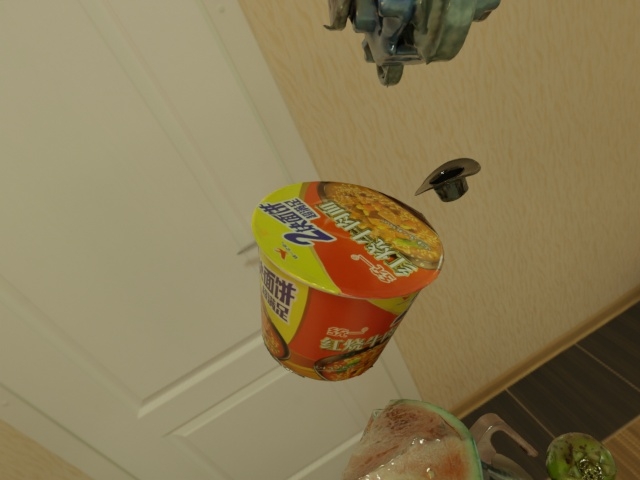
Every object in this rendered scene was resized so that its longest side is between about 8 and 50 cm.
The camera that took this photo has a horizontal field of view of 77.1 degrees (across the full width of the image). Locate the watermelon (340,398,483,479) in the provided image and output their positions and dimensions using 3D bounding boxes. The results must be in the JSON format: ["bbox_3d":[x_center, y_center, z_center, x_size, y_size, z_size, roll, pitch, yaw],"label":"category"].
[{"bbox_3d":[0.183,0.462,0.688,0.222,0.292,0.319,-22,-10,30],"label":"watermelon"}]

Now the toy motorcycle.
[{"bbox_3d":[0.117,-0.311,0.447,0.319,0.182,0.241,-109,40,-73],"label":"toy motorcycle"}]

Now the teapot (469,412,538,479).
[{"bbox_3d":[0.431,0.679,1.116,0.376,0.362,0.305,-50,21,0],"label":"teapot"}]

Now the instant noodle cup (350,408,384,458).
[{"bbox_3d":[0.265,0.780,1.532,0.264,0.264,0.200,12,84,45],"label":"instant noodle cup"}]

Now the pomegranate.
[{"bbox_3d":[0.631,0.542,0.982,0.156,0.220,0.156,-22,41,20],"label":"pomegranate"}]

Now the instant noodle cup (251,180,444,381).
[{"bbox_3d":[0.018,0.052,0.482,0.213,0.174,0.213,7,36,-6],"label":"instant noodle cup"}]

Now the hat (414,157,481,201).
[{"bbox_3d":[0.222,-0.096,0.695,0.121,0.050,0.121,-28,16,8],"label":"hat"}]
